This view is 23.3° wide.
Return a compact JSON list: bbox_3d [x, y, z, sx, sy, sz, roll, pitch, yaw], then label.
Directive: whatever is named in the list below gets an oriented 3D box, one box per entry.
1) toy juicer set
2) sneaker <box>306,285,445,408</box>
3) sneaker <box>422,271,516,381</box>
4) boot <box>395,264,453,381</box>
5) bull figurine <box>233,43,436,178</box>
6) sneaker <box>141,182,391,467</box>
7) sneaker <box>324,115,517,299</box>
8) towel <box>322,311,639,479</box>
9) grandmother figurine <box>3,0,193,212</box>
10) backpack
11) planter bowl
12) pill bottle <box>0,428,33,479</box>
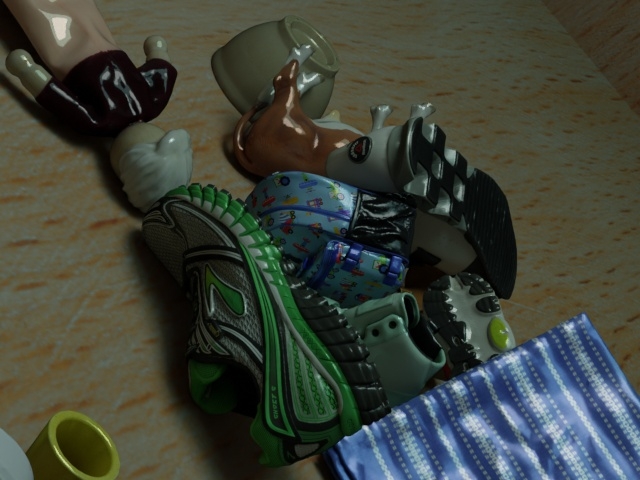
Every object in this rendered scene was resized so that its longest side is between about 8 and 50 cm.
[{"bbox_3d":[-0.138,0.281,1.130,0.329,0.089,0.209,51,25,7],"label":"toy juicer set"},{"bbox_3d":[0.017,0.069,1.619,0.256,0.151,0.094,45,26,-2],"label":"sneaker"},{"bbox_3d":[0.189,0.164,1.707,0.118,0.107,0.279,71,7,-51],"label":"sneaker"},{"bbox_3d":[0.095,0.070,1.843,0.152,0.073,0.197,27,29,-29],"label":"boot"},{"bbox_3d":[0.039,-0.101,1.907,0.310,0.101,0.188,26,69,-27],"label":"bull figurine"},{"bbox_3d":[-0.084,0.071,1.477,0.343,0.146,0.134,47,-19,39],"label":"sneaker"},{"bbox_3d":[0.123,-0.032,1.838,0.330,0.146,0.122,46,45,-43],"label":"sneaker"},{"bbox_3d":[0.195,0.232,1.558,0.336,0.040,0.243,-24,68,-20],"label":"towel"},{"bbox_3d":[-0.239,-0.179,1.653,0.208,0.104,0.342,-22,72,-35],"label":"grandmother figurine"},{"bbox_3d":[0.000,0.000,1.700,0.173,0.158,0.117,18,61,-16],"label":"backpack"},{"bbox_3d":[-0.044,-0.220,2.001,0.162,0.109,0.162,37,26,-21],"label":"planter bowl"},{"bbox_3d":[-0.257,0.229,0.926,0.152,0.152,0.272,39,29,-18],"label":"pill bottle"}]
